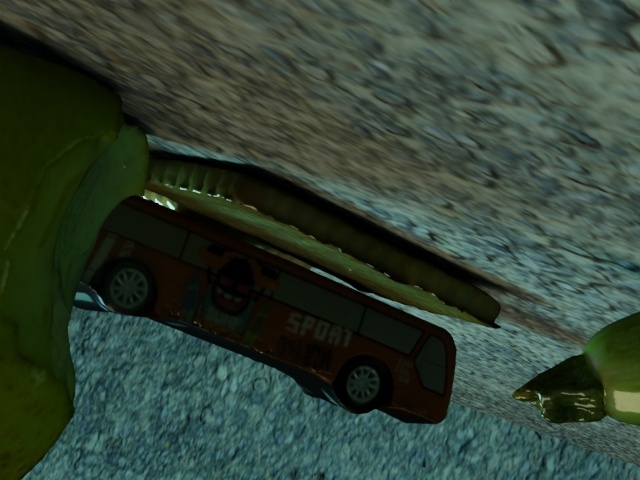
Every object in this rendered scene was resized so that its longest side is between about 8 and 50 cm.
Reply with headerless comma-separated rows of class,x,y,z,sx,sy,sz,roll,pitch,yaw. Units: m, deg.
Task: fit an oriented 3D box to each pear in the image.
pear,-0.220,0.030,0.954,0.176,0.281,0.286,10,170,8

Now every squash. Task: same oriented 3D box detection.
squash,0.203,0.063,0.865,0.200,0.075,0.090,-3,-173,12

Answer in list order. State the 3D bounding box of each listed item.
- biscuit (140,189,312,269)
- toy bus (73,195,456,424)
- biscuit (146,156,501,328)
biscuit,-0.134,-0.023,1.361,0.250,0.030,0.160,14,170,42
toy bus,-0.075,0.045,1.231,0.409,0.092,0.093,24,172,-26
biscuit,0.000,0.000,1.152,0.254,0.029,0.172,27,172,-35
